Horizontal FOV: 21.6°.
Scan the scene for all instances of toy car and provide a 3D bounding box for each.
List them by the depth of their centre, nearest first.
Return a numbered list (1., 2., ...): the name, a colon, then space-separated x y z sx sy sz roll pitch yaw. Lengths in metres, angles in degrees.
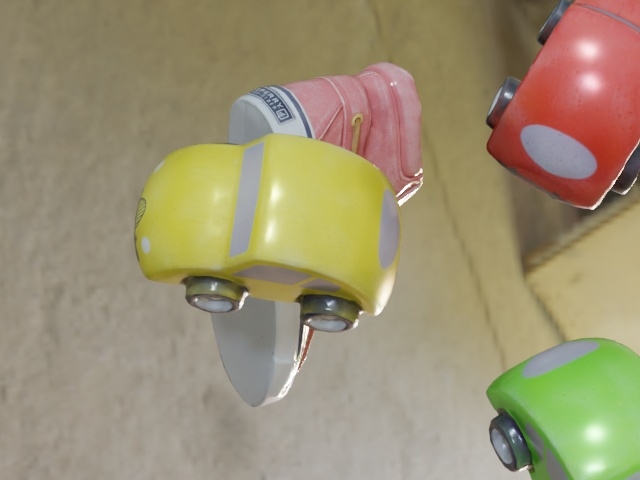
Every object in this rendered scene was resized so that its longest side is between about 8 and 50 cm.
1. toy car: 0.077 0.022 0.600 0.225 0.239 0.053 62 -16 15

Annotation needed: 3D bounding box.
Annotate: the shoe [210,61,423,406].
1. shoe: 0.000 0.000 0.772 0.081 0.063 0.178 -18 135 -27
